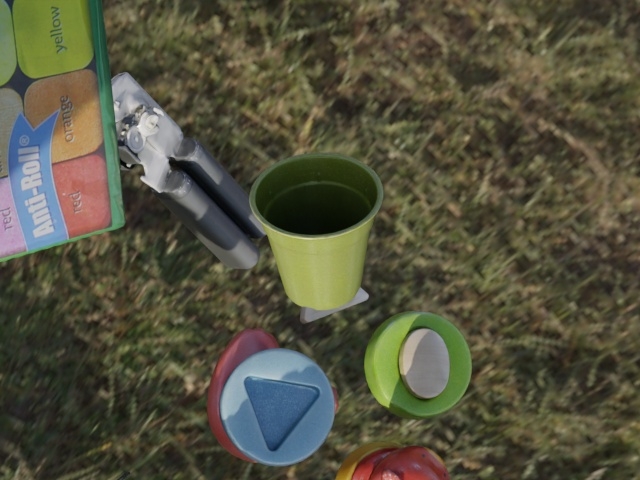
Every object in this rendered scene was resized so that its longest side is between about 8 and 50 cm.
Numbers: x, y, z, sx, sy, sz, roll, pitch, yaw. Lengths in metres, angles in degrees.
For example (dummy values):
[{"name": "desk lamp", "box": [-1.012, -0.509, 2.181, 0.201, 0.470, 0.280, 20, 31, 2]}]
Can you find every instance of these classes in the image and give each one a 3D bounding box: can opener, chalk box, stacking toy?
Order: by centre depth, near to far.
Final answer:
[{"name": "chalk box", "box": [-0.210, -0.084, 0.676, 0.179, 0.289, 0.180, -18, 116, -36]}, {"name": "can opener", "box": [-0.147, -0.066, 1.450, 0.280, 0.093, 0.074, 44, 57, -44]}, {"name": "stacking toy", "box": [0.047, 0.175, 1.678, 0.309, 0.130, 0.279, 31, 75, -10]}]

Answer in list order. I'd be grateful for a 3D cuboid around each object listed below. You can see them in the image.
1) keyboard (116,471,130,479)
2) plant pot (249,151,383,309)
[{"name": "keyboard", "box": [-0.171, 0.240, 1.162, 0.038, 0.192, 0.100, -14, 84, -32]}, {"name": "plant pot", "box": [0.000, 0.000, 0.935, 0.083, 0.079, 0.083, -3, 42, 3]}]
